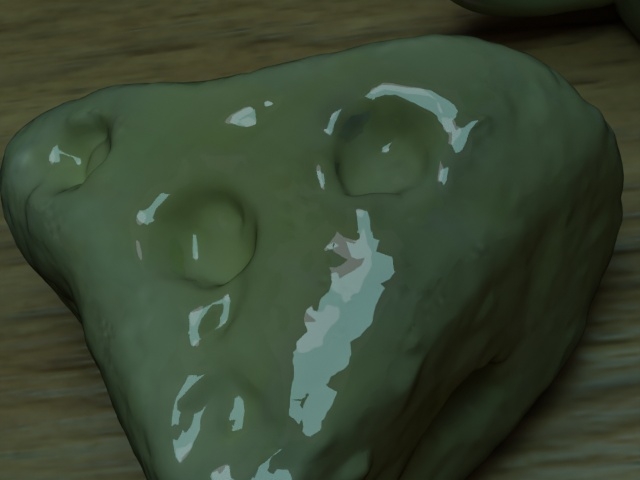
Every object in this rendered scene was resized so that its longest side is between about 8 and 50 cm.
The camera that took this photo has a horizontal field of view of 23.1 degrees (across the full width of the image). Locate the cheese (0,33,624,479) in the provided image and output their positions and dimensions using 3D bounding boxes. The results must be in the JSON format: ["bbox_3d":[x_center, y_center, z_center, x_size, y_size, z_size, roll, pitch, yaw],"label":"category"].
[{"bbox_3d":[0.000,-0.001,0.674,0.248,0.173,0.251,-37,57,-9],"label":"cheese"}]

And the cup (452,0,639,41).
[{"bbox_3d":[0.175,-0.193,0.723,0.255,0.202,0.173,10,65,16],"label":"cup"}]
